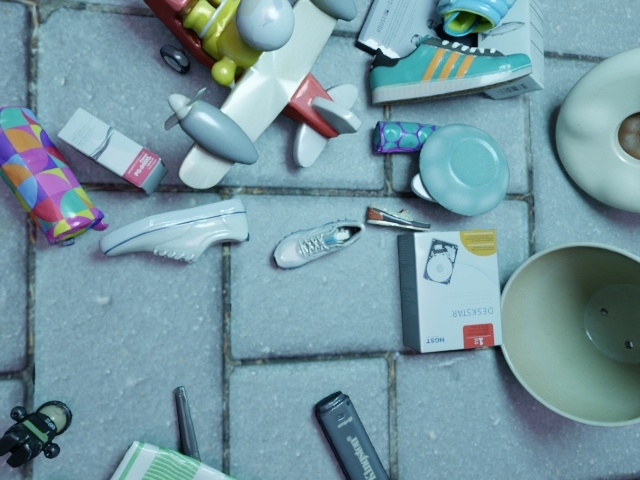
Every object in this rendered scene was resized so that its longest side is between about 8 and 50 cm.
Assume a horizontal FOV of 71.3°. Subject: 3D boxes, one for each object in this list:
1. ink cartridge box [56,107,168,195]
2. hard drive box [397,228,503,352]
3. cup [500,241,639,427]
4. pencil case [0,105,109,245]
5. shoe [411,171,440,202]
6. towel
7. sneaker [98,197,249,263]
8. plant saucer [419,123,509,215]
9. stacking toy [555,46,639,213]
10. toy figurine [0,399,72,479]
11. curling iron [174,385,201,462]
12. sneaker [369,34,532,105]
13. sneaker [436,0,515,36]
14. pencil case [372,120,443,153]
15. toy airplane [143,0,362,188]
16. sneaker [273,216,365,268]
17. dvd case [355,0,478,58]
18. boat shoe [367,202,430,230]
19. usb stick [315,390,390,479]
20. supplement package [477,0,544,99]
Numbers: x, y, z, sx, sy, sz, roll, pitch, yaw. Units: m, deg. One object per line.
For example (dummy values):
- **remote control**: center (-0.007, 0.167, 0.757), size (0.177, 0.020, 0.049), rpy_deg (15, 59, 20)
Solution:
- **ink cartridge box**: center (-0.349, -0.148, 0.764), size (0.151, 0.109, 0.063), rpy_deg (34, 82, -10)
- **hard drive box**: center (0.261, 0.096, 0.905), size (0.181, 0.089, 0.231), rpy_deg (-3, 89, -12)
- **cup**: center (0.565, 0.171, 0.883), size (0.237, 0.331, 0.330), rpy_deg (3, 87, -38)
- **pencil case**: center (-0.465, -0.103, 0.746), size (0.105, 0.104, 0.236), rpy_deg (-33, 97, -12)
- **shoe**: center (0.261, -0.100, 0.916), size (0.178, 0.081, 0.063), rpy_deg (3, 83, -10)
- **towel**: center (-0.234, 0.513, 0.766), size (0.325, 0.038, 0.247), rpy_deg (30, 84, -7)
- **sneaker**: center (-0.249, -0.003, 0.789), size (0.259, 0.094, 0.091), rpy_deg (-16, 87, -14)
- **plant saucer**: center (0.291, -0.146, 0.868), size (0.195, 0.037, 0.194), rpy_deg (3, 77, -11)
- **stacking toy**: center (0.783, -0.304, 0.973), size (0.480, 0.351, 0.350), rpy_deg (-36, 96, -30)
- **toy figurine**: center (-0.511, 0.365, 0.696), size (0.210, 0.148, 0.212), rpy_deg (-2, 90, -7)
- **curling iron**: center (-0.245, 0.403, 0.803), size (0.068, 0.035, 0.273), rpy_deg (-3, 89, -13)
- **sneaker**: center (0.243, -0.341, 0.858), size (0.303, 0.108, 0.120), rpy_deg (-4, 100, 13)
- **sneaker**: center (0.274, -0.540, 0.895), size (0.127, 0.319, 0.208), rpy_deg (9, 124, -44)
- **pencil case**: center (0.183, -0.205, 0.911), size (0.152, 0.064, 0.070), rpy_deg (2, 74, -12)
- **toy airplane**: center (-0.085, -0.300, 0.748), size (0.385, 0.272, 0.385), rpy_deg (-11, 90, -14)
- **sneaker**: center (0.000, 0.000, 0.853), size (0.191, 0.083, 0.071), rpy_deg (-24, 95, -11)
- **dvd case**: center (0.212, -0.439, 0.946), size (0.239, 0.029, 0.179), rpy_deg (23, 83, -10)
- **boat shoe**: center (0.162, -0.045, 0.911), size (0.137, 0.049, 0.043), rpy_deg (9, 84, -8)
- **usb stick**: center (0.076, 0.430, 0.871), size (0.077, 0.045, 0.277), rpy_deg (-26, 93, -12)
- **supplement package**: center (0.396, -0.403, 0.929), size (0.105, 0.105, 0.179), rpy_deg (2, 86, -48)
